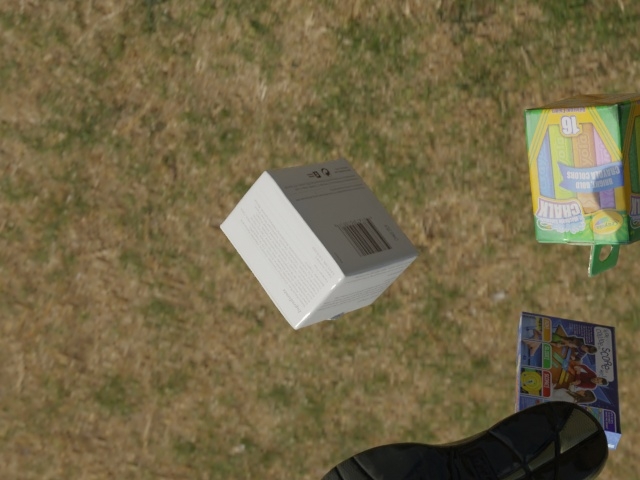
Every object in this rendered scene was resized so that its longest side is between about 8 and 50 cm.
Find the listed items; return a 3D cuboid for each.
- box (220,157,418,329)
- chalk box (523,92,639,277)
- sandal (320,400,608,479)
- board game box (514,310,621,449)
[{"bbox_3d":[0.000,0.000,1.576,0.182,0.181,0.119,53,124,17],"label":"box"},{"bbox_3d":[0.341,-0.065,1.429,0.132,0.132,0.213,1,104,43],"label":"chalk box"},{"bbox_3d":[0.142,0.251,1.186,0.302,0.120,0.086,-15,156,-6],"label":"sandal"},{"bbox_3d":[0.336,0.187,1.622,0.136,0.201,0.035,10,131,4],"label":"board game box"}]
